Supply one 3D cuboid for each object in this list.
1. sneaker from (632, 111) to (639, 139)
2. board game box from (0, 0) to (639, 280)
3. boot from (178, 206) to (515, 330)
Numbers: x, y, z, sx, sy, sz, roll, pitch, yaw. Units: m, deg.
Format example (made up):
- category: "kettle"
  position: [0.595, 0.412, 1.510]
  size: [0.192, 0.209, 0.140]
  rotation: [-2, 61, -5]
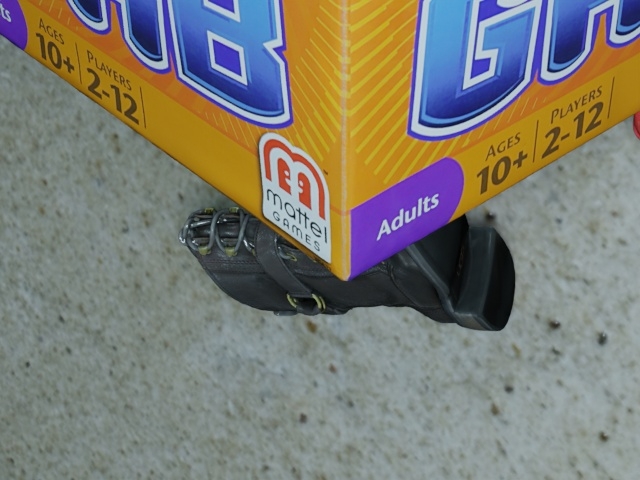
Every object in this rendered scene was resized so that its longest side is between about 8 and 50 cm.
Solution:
- category: "sneaker"
  position: [0.263, -0.060, 1.083]
  size: [0.118, 0.107, 0.279]
  rotation: [-4, 93, 41]
- category: "board game box"
  position: [0.026, -0.269, 0.893]
  size: [0.356, 0.356, 0.356]
  rotation: [35, 141, 36]
- category: "boot"
  position: [0.000, 0.000, 1.183]
  size: [0.229, 0.263, 0.091]
  rotation: [2, 61, 26]
